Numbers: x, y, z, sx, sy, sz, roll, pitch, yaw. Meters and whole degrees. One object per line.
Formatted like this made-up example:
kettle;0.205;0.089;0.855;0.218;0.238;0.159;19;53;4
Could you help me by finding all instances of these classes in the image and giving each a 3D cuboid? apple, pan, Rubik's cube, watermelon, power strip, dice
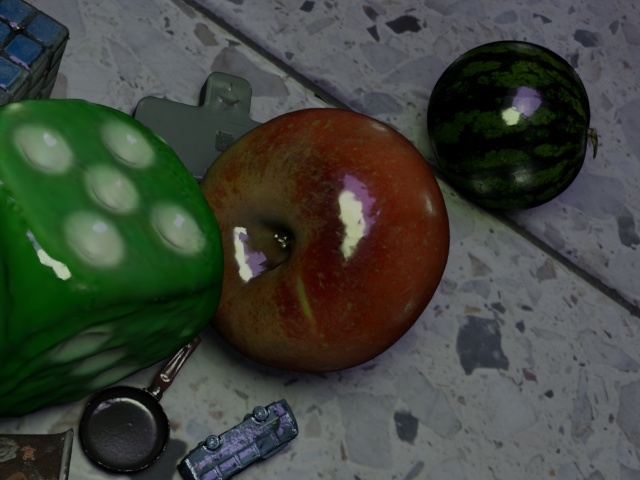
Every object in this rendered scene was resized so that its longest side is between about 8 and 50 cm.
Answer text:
apple;0.000;0.000;1.483;0.348;0.348;0.277;59;21;14
pan;-0.223;0.204;1.454;0.115;0.040;0.212;36;64;0
Rubik's cube;-0.492;-0.194;1.436;0.237;0.238;0.237;32;56;-3
watermelon;0.291;-0.182;1.740;0.269;0.269;0.269;9;61;-17
power strip;-0.146;-0.152;1.658;0.265;0.059;0.193;12;65;-16
dice;-0.313;0.023;1.322;0.300;0.297;0.287;-8;63;-50

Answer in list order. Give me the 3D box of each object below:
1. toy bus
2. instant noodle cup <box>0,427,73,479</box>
toy bus;-0.105;0.267;1.467;0.166;0.047;0.065;-27;81;-29
instant noodle cup;-0.387;0.305;1.250;0.207;0.217;0.217;7;62;-11
